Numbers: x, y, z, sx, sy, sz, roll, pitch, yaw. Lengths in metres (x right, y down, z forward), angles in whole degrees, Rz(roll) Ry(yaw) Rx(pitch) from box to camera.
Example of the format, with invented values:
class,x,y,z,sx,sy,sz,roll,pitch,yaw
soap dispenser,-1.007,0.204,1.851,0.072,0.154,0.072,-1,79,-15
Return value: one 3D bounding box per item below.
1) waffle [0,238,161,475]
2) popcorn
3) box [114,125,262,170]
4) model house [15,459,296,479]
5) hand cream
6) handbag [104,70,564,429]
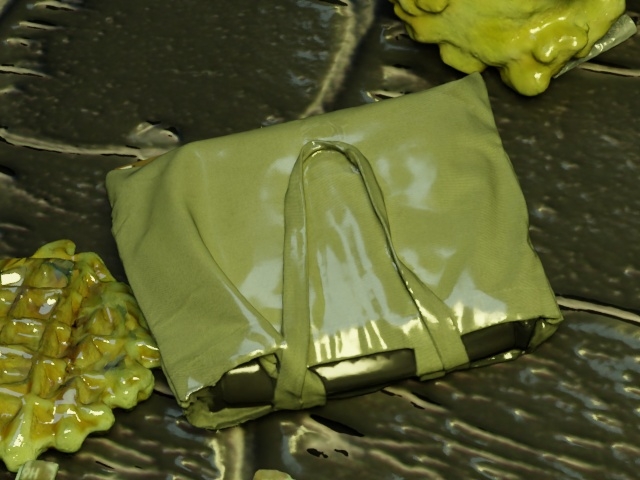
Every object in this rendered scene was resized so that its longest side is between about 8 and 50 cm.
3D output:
class,x,y,z,sx,sy,sz,roll,pitch,yaw
waffle,-0.232,0.085,1.215,0.223,0.054,0.204,-26,51,-24
popcorn,0.160,-0.265,1.307,0.293,0.237,0.293,-13,43,12
box,-0.103,-0.041,1.330,0.133,0.023,0.090,-16,47,1
model house,-0.097,0.266,0.940,0.199,0.224,0.215,0,50,13
hand cream,0.230,-0.165,1.358,0.093,0.019,0.030,-28,51,-1
handbag,0.004,0.002,1.208,0.316,0.109,0.253,-13,55,-4
